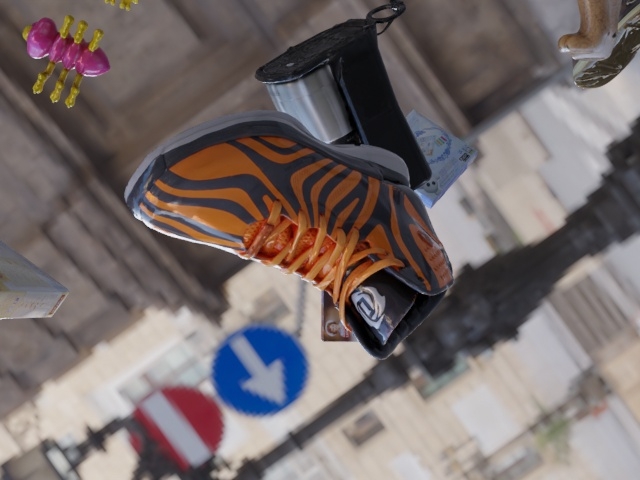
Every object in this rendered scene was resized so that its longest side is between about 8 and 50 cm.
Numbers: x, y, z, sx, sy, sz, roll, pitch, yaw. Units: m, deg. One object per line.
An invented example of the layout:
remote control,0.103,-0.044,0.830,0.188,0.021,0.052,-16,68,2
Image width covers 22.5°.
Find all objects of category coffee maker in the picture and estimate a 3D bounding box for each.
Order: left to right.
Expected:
coffee maker,0.045,-0.128,1.661,0.120,0.171,0.178,-109,-6,-69

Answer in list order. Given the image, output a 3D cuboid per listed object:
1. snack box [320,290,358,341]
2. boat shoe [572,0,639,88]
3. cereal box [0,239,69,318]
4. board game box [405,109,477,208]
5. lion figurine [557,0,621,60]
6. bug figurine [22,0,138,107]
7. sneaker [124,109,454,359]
snack box,0.034,0.035,1.965,0.022,0.064,0.178,162,109,-83
boat shoe,0.281,-0.202,1.477,0.056,0.152,0.049,11,-130,-39
cereal box,-0.399,0.024,1.835,0.173,0.047,0.240,36,-177,10
board game box,0.113,-0.091,1.791,0.090,0.090,0.020,35,150,15
lion figurine,0.302,-0.270,1.309,0.142,0.392,0.240,-3,-84,-67
bug figurine,-0.277,-0.262,1.574,0.216,0.279,0.072,29,-162,-7
sneaker,0.000,0.000,1.324,0.321,0.124,0.180,2,-134,-43
